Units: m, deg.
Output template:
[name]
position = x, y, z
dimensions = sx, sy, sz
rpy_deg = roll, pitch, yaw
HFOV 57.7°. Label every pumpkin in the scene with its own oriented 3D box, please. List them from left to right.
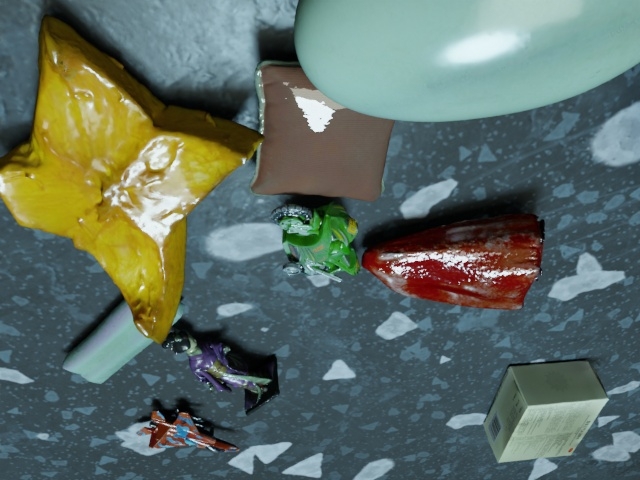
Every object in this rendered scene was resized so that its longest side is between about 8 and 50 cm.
[pumpkin]
position = -0.230, -0.055, 0.652
dimensions = 0.258, 0.095, 0.290
rpy_deg = 28, 112, -14

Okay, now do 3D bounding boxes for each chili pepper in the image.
[chili pepper]
position = 0.186, 0.035, 0.838
dimensions = 0.253, 0.136, 0.144
rpy_deg = -2, 177, 6

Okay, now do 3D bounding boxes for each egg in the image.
[egg]
position = 0.153, -0.225, 0.506
dimensions = 0.371, 0.230, 0.230
rpy_deg = -16, 132, 14

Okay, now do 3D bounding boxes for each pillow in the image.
[pillow]
position = 0.005, -0.124, 0.671
dimensions = 0.172, 0.075, 0.179
rpy_deg = 1, 131, -10

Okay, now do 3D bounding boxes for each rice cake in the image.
[rice cake]
position = -0.306, 0.146, 0.886
dimensions = 0.222, 0.042, 0.080
rpy_deg = -39, 128, 24

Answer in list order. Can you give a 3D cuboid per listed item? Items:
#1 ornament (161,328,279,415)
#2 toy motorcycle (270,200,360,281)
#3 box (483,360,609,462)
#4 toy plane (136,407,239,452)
[ornament]
position = -0.155, 0.195, 0.926
dimensions = 0.081, 0.088, 0.203
rpy_deg = -34, 126, 18
[toy motorcycle]
position = 0.000, 0.000, 0.765
dimensions = 0.106, 0.074, 0.190
rpy_deg = -3, 153, 8
[box]
position = 0.437, 0.339, 1.145
dimensions = 0.168, 0.095, 0.212
rpy_deg = -1, 132, -6
[toy plane]
position = -0.235, 0.358, 1.075
dimensions = 0.189, 0.061, 0.130
rpy_deg = 20, 125, -30
